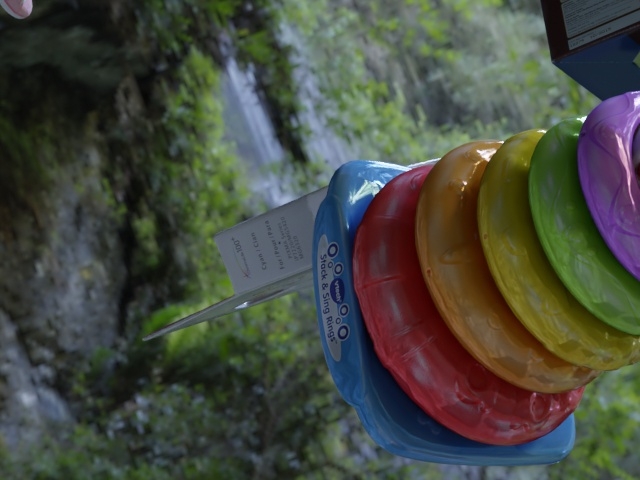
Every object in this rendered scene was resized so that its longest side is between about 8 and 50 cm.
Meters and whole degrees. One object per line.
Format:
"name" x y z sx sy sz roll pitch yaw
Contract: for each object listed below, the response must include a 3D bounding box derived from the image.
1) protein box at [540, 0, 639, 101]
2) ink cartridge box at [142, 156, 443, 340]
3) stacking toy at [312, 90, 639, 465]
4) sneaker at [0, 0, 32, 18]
"protein box" 0.349 -0.278 1.528 0.136 0.201 0.200 -20 -26 32
"ink cartridge box" 0.000 0.000 1.293 0.261 0.066 0.296 -23 -4 34
"stacking toy" 0.146 -0.007 0.663 0.166 0.175 0.302 10 -28 -36
"sneaker" -0.413 -0.362 1.845 0.070 0.051 0.134 -3 -44 19
